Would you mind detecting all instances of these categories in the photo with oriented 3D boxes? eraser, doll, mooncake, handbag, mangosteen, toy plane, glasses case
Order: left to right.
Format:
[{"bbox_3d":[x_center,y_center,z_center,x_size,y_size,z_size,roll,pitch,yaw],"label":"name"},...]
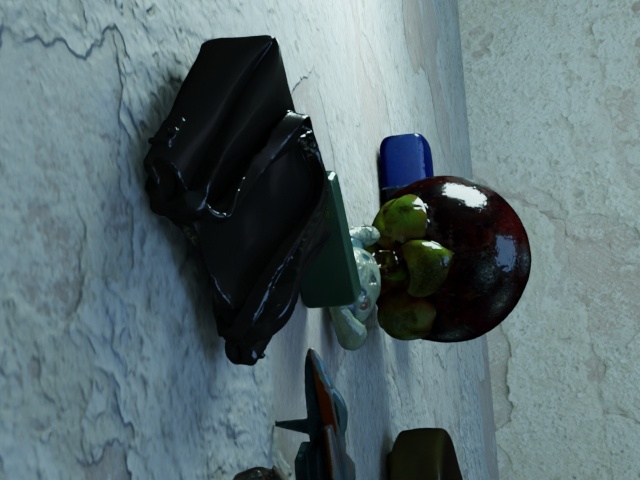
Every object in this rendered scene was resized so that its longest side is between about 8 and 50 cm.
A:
[{"bbox_3d":[-0.079,-0.041,1.091,0.257,0.113,0.285,-67,148,-49],"label":"handbag"},{"bbox_3d":[0.000,0.000,1.409,0.039,0.077,0.184,-56,137,-63],"label":"glasses case"},{"bbox_3d":[0.004,0.277,1.266,0.223,0.104,0.326,-65,141,-65],"label":"toy plane"},{"bbox_3d":[0.048,0.063,1.582,0.103,0.071,0.214,40,49,-38],"label":"doll"},{"bbox_3d":[0.183,-0.035,2.061,0.155,0.101,0.332,28,58,-73],"label":"eraser"},{"bbox_3d":[0.184,0.457,1.822,0.235,0.117,0.235,-6,90,-73],"label":"mooncake"},{"bbox_3d":[0.207,0.031,1.764,0.300,0.300,0.300,-7,90,-75],"label":"mangosteen"}]

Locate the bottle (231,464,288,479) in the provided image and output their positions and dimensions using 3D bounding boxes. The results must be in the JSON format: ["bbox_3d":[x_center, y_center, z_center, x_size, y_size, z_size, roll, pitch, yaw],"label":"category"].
[{"bbox_3d":[-0.053,0.291,1.074,0.152,0.099,0.099,56,29,-42],"label":"bottle"}]
